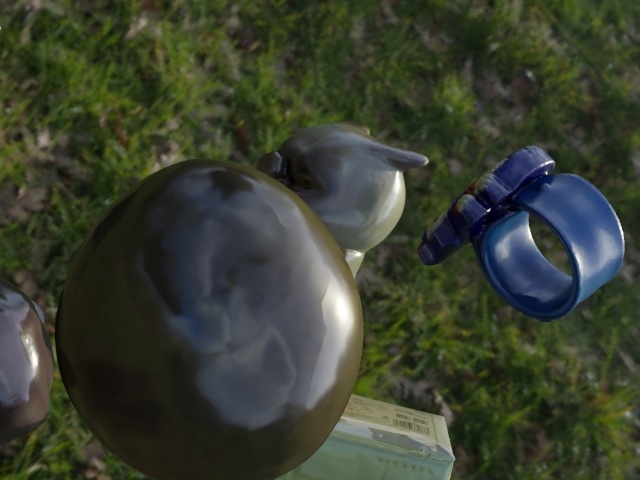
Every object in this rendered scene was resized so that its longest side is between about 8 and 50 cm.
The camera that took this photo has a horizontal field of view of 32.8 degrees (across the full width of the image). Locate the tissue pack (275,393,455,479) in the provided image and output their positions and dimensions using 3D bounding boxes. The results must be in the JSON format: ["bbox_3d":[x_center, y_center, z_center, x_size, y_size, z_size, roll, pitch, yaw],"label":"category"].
[{"bbox_3d":[0.036,0.261,1.316,0.234,0.125,0.159,13,11,-1],"label":"tissue pack"}]

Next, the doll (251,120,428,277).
[{"bbox_3d":[-0.028,0.007,1.497,0.226,0.370,0.215,17,9,-31],"label":"doll"}]

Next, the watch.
[{"bbox_3d":[0.259,0.000,1.347,0.171,0.196,0.200,-36,78,-23],"label":"watch"}]

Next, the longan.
[{"bbox_3d":[-0.086,0.070,0.854,0.258,0.258,0.258,36,31,-26],"label":"longan"}]

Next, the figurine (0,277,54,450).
[{"bbox_3d":[-0.456,0.184,1.189,0.218,0.365,0.206,41,-18,34],"label":"figurine"}]
